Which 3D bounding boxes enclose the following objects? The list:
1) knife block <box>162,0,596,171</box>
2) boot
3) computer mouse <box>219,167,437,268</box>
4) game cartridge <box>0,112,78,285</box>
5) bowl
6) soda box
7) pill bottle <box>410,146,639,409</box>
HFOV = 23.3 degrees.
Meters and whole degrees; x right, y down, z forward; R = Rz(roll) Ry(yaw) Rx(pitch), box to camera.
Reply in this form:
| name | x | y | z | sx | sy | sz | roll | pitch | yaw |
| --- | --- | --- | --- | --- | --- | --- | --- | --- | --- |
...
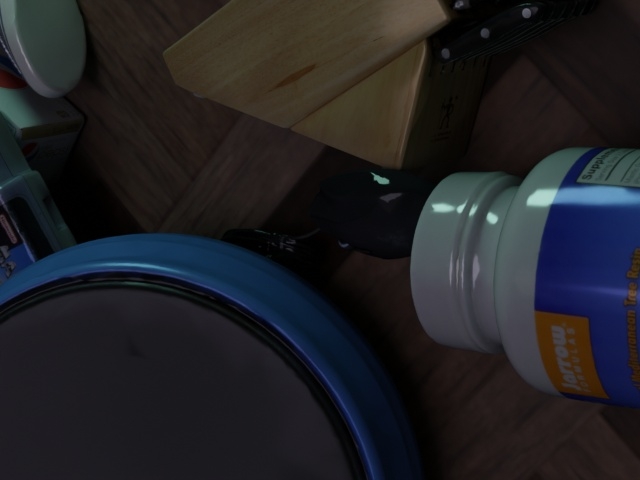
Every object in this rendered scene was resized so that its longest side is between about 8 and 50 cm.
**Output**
| name | x | y | z | sx | sy | sz | roll | pitch | yaw |
| --- | --- | --- | --- | --- | --- | --- | --- | --- | --- |
| knife block | 0.044 | -0.179 | 1.000 | 0.276 | 0.088 | 0.242 | 23 | 112 | 30 |
| boot | -0.246 | -0.190 | 1.220 | 0.086 | 0.069 | 0.190 | -26 | 77 | 43 |
| computer mouse | 0.000 | 0.000 | 1.052 | 0.242 | 0.071 | 0.041 | -19 | 49 | 56 |
| game cartridge | -0.255 | 0.096 | 1.219 | 0.230 | 0.068 | 0.355 | -23 | 97 | 35 |
| bowl | -0.121 | 0.192 | 1.097 | 0.391 | 0.077 | 0.391 | 2 | 98 | 15 |
| soda box | -0.292 | -0.131 | 1.252 | 0.216 | 0.074 | 0.069 | 42 | 122 | 21 |
| pill bottle | 0.195 | 0.024 | 0.898 | 0.272 | 0.152 | 0.152 | 5 | 103 | 33 |
